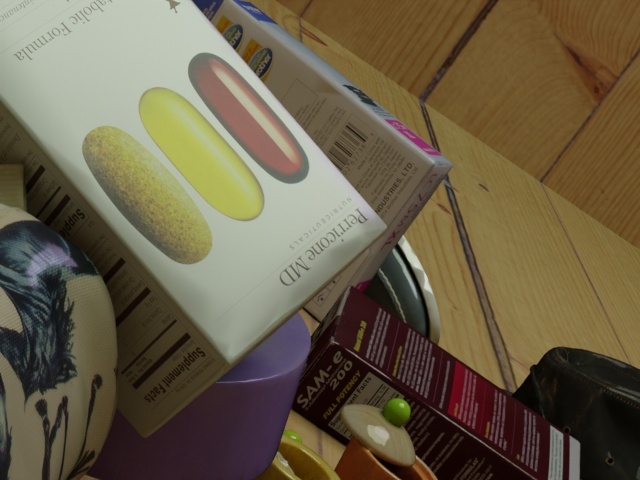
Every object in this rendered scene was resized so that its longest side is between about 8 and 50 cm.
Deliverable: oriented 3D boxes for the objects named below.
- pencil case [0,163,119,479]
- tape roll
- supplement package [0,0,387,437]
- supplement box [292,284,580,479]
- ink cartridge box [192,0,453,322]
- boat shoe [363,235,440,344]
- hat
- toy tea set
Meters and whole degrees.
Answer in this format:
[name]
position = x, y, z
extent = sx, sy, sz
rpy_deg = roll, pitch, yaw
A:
[pencil case]
position = -0.213, 0.082, 0.793
extent = 0.410, 0.160, 0.183
rpy_deg = -39, 118, -76
[tape roll]
position = -0.106, 0.072, 1.175
extent = 0.189, 0.080, 0.189
rpy_deg = 16, 22, -7
[supplement package]
position = -0.108, -0.039, 1.035
extent = 0.244, 0.134, 0.139
rpy_deg = 48, 57, 1
[supplement box]
position = 0.095, 0.148, 1.532
extent = 0.239, 0.073, 0.130
rpy_deg = 35, 20, -4
[ink cartridge box]
position = -0.050, -0.091, 1.763
extent = 0.311, 0.186, 0.065
rpy_deg = 39, 16, 15
[boat shoe]
position = 0.000, 0.000, 1.847
extent = 0.099, 0.116, 0.319
rpy_deg = -24, 57, -23
[hat]
position = 0.271, 0.186, 1.737
extent = 0.331, 0.134, 0.331
rpy_deg = 34, 13, -9
[toy tea set]
position = 0.045, 0.180, 1.210
extent = 0.200, 0.124, 0.336
rpy_deg = 30, 15, -23
